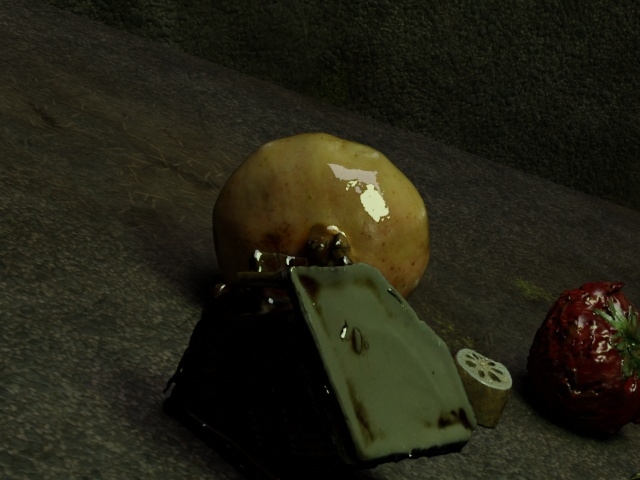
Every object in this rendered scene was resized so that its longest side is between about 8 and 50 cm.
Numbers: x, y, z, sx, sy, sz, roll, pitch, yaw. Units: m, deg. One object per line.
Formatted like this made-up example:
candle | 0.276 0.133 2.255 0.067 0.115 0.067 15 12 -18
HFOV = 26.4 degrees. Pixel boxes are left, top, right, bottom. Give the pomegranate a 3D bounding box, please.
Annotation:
pomegranate | 0.000 0.000 2.076 0.338 0.338 0.338 24 18 -9

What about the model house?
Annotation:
model house | -0.016 0.164 1.742 0.282 0.297 0.317 -16 -9 41

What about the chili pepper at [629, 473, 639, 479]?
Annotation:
chili pepper | 0.585 0.481 1.947 0.387 0.110 0.110 37 20 12

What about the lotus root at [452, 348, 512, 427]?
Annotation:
lotus root | 0.247 0.237 2.181 0.122 0.081 0.112 26 25 -3

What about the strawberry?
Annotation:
strawberry | 0.461 0.208 2.362 0.274 0.220 0.274 25 55 -43
